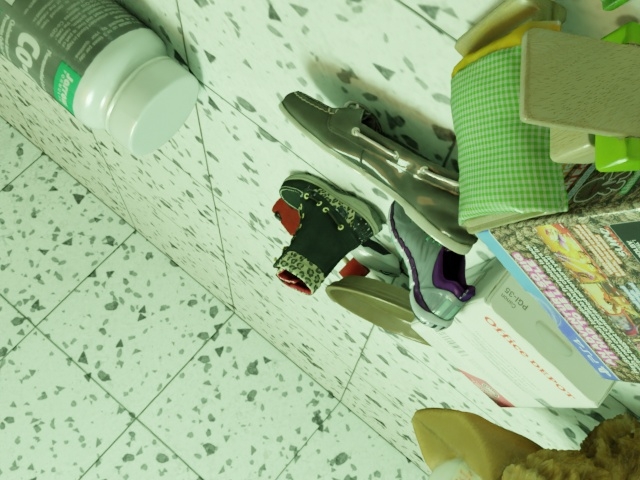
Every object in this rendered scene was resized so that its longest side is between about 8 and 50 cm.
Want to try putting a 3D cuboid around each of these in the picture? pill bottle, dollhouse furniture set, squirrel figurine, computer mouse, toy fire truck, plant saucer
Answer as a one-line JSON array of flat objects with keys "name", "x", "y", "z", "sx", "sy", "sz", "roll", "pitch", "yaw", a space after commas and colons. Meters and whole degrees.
[{"name": "pill bottle", "x": -0.401, "y": -0.325, "z": 1.305, "sx": 0.361, "sy": 0.204, "sz": 0.204, "roll": 39, "pitch": 161, "yaw": 8}, {"name": "dollhouse furniture set", "x": 0.136, "y": -0.127, "z": 0.616, "sx": 0.152, "sy": 0.197, "sz": 0.301, "roll": 7, "pitch": 171, "yaw": -16}, {"name": "squirrel figurine", "x": 0.379, "y": 0.422, "z": 1.201, "sx": 0.371, "sy": 0.280, "sz": 0.397, "roll": 19, "pitch": 152, "yaw": -32}, {"name": "computer mouse", "x": 0.110, "y": 0.044, "z": 1.344, "sx": 0.193, "sy": 0.042, "sz": 0.106, "roll": 39, "pitch": 162, "yaw": 10}, {"name": "toy fire truck", "x": 0.000, "y": 0.000, "z": 1.424, "sx": 0.192, "sy": 0.047, "sz": 0.135, "roll": 51, "pitch": -164, "yaw": 27}, {"name": "plant saucer", "x": 0.141, "y": 0.129, "z": 1.346, "sx": 0.278, "sy": 0.041, "sz": 0.278, "roll": 22, "pitch": 167, "yaw": 5}]

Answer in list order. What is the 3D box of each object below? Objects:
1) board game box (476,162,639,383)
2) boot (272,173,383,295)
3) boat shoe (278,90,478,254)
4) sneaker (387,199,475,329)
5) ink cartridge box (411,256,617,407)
[{"name": "board game box", "x": 0.331, "y": 0.013, "z": 0.683, "sx": 0.232, "sy": 0.141, "sz": 0.291, "roll": 47, "pitch": 161, "yaw": -13}, {"name": "boot", "x": -0.031, "y": -0.015, "z": 1.280, "sx": 0.236, "sy": 0.178, "sz": 0.085, "roll": 26, "pitch": 155, "yaw": 42}, {"name": "boat shoe", "x": 0.093, "y": -0.117, "z": 0.986, "sx": 0.335, "sy": 0.095, "sz": 0.112, "roll": 40, "pitch": -163, "yaw": 18}, {"name": "sneaker", "x": 0.162, "y": 0.009, "z": 1.035, "sx": 0.083, "sy": 0.223, "sz": 0.098, "roll": 11, "pitch": 139, "yaw": -30}, {"name": "ink cartridge box", "x": 0.282, "y": 0.136, "z": 1.084, "sx": 0.207, "sy": 0.117, "sz": 0.283, "roll": 43, "pitch": 162, "yaw": -1}]
